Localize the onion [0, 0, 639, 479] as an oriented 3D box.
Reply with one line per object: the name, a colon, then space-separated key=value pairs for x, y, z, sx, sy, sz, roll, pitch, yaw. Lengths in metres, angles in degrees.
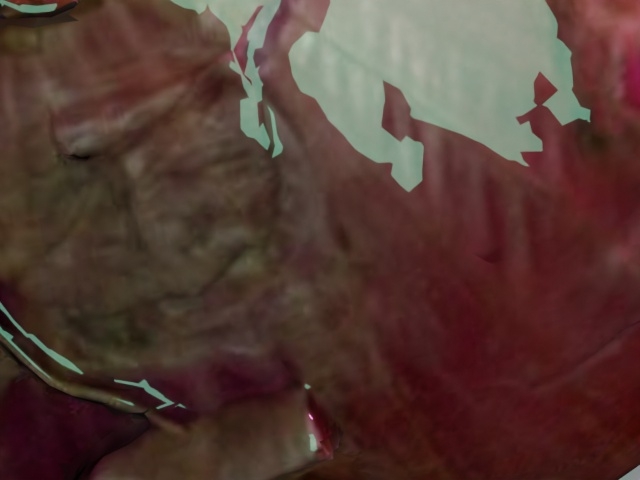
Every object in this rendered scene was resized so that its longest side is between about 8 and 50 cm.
onion: x=-0.025 y=-0.081 z=0.486 sx=0.354 sy=0.353 sz=0.353 roll=-6 pitch=102 yaw=-28
